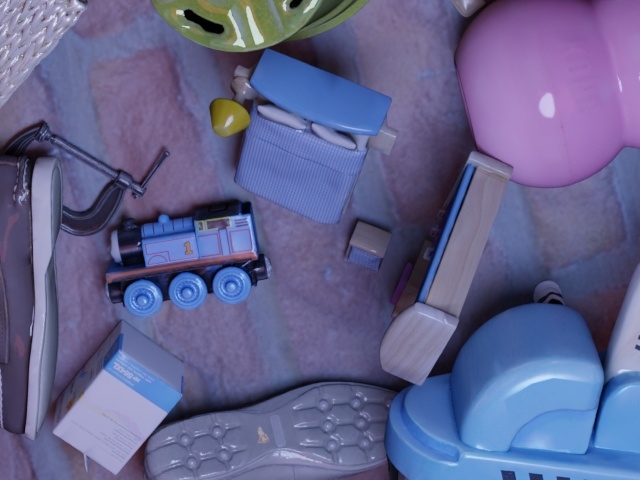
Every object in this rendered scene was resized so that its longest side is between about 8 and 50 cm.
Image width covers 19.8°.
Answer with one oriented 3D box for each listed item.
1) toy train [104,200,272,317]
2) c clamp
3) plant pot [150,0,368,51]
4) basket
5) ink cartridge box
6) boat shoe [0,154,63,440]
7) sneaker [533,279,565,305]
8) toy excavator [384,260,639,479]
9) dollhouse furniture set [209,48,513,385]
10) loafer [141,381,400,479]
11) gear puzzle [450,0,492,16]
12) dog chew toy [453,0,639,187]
[{"bbox_3d":[-0.147,0.019,1.986,0.184,0.080,0.105,-8,102,2],"label":"toy train"},{"bbox_3d":[-0.264,-0.075,1.973,0.160,0.022,0.137,25,112,-14],"label":"c clamp"},{"bbox_3d":[-0.066,-0.297,1.754,0.276,0.254,0.276,2,110,7],"label":"plant pot"},{"bbox_3d":[-0.320,-0.226,1.862,0.103,0.113,0.167,38,104,-18],"label":"basket"},{"bbox_3d":[-0.229,0.180,2.030,0.090,0.092,0.143,37,104,-15],"label":"ink cartridge box"},{"bbox_3d":[-0.333,0.062,1.966,0.096,0.116,0.324,5,113,-1],"label":"boat shoe"},{"bbox_3d":[0.262,0.101,2.059,0.040,0.044,0.109,-15,112,0],"label":"sneaker"},{"bbox_3d":[0.293,0.137,1.850,0.432,0.222,0.445,7,114,-3],"label":"toy excavator"},{"bbox_3d":[0.000,0.000,1.871,0.303,0.198,0.286,24,149,1],"label":"dollhouse furniture set"},{"bbox_3d":[-0.043,0.230,2.063,0.319,0.111,0.112,-5,70,-12],"label":"loafer"},{"bbox_3d":[0.225,-0.397,1.872,0.339,0.044,0.175,-39,98,7],"label":"gear puzzle"},{"bbox_3d":[0.309,-0.176,1.866,0.331,0.206,0.207,-14,111,4],"label":"dog chew toy"}]
